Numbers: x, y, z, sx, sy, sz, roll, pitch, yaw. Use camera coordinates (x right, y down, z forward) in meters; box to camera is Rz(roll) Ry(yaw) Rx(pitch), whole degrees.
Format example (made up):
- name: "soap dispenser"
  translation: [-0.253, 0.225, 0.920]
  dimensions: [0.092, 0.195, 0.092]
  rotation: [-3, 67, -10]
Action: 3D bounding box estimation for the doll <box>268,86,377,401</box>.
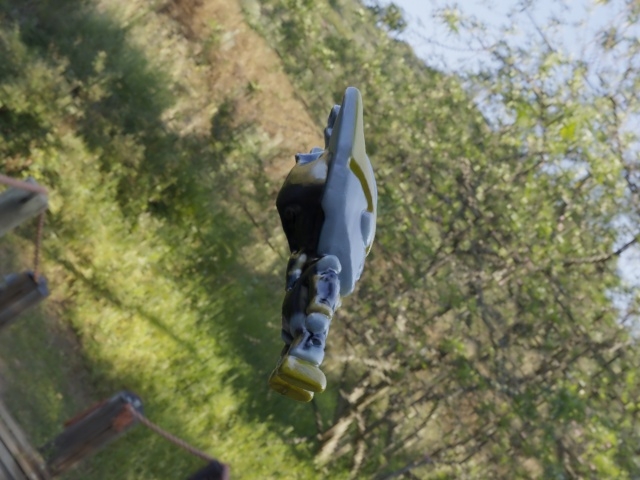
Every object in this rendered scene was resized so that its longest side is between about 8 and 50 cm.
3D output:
- name: "doll"
  translation: [0.002, -0.001, 0.866]
  dimensions: [0.145, 0.103, 0.316]
  rotation: [68, 30, -63]
